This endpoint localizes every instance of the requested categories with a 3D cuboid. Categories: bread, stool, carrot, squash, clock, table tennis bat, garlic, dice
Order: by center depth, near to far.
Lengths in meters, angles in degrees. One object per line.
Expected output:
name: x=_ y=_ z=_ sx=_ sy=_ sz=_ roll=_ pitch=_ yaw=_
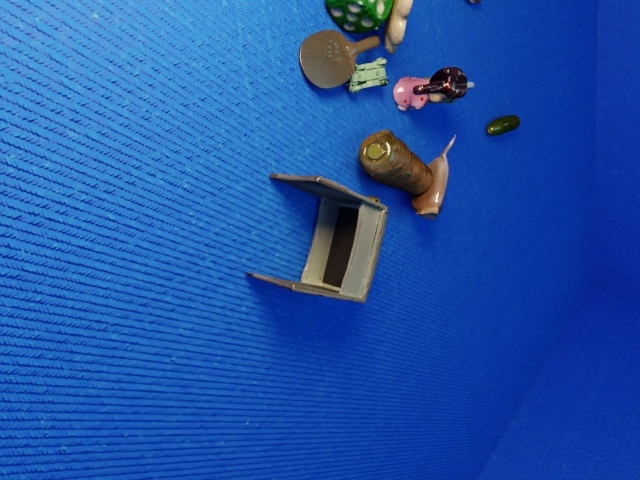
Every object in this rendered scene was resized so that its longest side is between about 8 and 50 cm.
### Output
stool: x=0.000 y=0.000 z=1.072 sx=0.269 sy=0.170 sz=0.244 roll=18 pitch=85 yaw=-46
dice: x=0.096 y=-0.586 z=1.086 sx=0.131 sy=0.120 sz=0.128 roll=28 pitch=77 yaw=-47
table tennis bat: x=0.050 y=-0.448 z=1.102 sx=0.234 sy=0.022 sz=0.131 roll=-29 pitch=105 yaw=-24
bread: x=0.193 y=-0.573 z=1.146 sx=0.038 sy=0.251 sz=0.182 roll=10 pitch=96 yaw=-3
carrot: x=0.209 y=-0.207 z=1.279 sx=0.302 sy=0.138 sz=0.139 roll=22 pitch=82 yaw=-54
clock: x=0.339 y=-0.439 z=1.319 sx=0.194 sy=0.195 sz=0.100 roll=-20 pitch=109 yaw=-40
garlic: x=0.354 y=-0.187 z=1.423 sx=0.128 sy=0.148 sz=0.267 roll=16 pitch=80 yaw=-40
squash: x=0.741 y=-0.465 z=1.825 sx=0.258 sy=0.069 sz=0.069 roll=-24 pitch=115 yaw=-41

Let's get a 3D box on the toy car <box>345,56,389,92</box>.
toy car: x=0.119 y=-0.430 z=1.191 sx=0.143 sy=0.054 sz=0.073 roll=-26 pitch=115 yaw=-32

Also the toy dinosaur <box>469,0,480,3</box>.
toy dinosaur: x=0.556 y=-0.924 z=1.536 sx=0.294 sy=0.077 sz=0.162 roll=-42 pitch=131 yaw=-15

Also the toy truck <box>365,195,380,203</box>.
toy truck: x=0.129 y=-0.095 z=1.274 sx=0.083 sy=0.049 sz=0.054 roll=-11 pitch=105 yaw=-43
